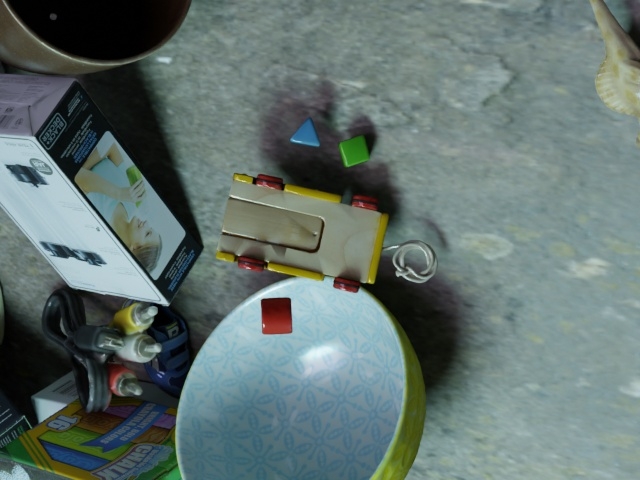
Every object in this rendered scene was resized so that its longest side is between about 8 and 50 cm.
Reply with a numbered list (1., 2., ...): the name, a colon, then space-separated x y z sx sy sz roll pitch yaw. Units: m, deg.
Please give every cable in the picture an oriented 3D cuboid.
1. cable: -0.275 0.134 1.728 0.287 0.072 0.139 6 82 63

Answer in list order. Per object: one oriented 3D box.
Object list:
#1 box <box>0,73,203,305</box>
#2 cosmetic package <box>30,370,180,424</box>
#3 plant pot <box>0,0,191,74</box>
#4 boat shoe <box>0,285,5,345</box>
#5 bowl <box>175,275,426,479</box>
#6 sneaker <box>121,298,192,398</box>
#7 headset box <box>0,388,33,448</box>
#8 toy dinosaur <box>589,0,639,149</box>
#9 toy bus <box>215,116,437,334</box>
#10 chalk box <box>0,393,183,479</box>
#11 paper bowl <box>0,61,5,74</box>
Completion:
1. box: -0.277 -0.055 1.585 0.169 0.087 0.290 7 145 37
2. cosmetic package: -0.180 0.330 1.804 0.377 0.097 0.284 7 116 37
3. plant pot: -0.279 -0.259 1.487 0.230 0.215 0.215 -17 103 58
4. boat shoe: -0.513 0.027 1.899 0.109 0.098 0.302 5 117 37
5. bowl: 0.005 0.197 1.510 0.290 0.289 0.156 5 159 38
6. sneaker: -0.188 0.129 1.725 0.059 0.053 0.144 -25 98 43
7. headset box: -0.506 0.233 1.912 0.283 0.131 0.246 42 158 24
8. toy dinosaur: 0.268 -0.146 1.191 0.093 0.053 0.183 -14 105 45
9. toy bus: -0.010 -0.008 1.461 0.202 0.191 0.104 58 178 -2
10. chalk box: -0.199 0.307 1.618 0.289 0.179 0.180 10 118 34
11. paper bowl: -0.493 -0.173 1.719 0.284 0.148 0.284 13 116 28
